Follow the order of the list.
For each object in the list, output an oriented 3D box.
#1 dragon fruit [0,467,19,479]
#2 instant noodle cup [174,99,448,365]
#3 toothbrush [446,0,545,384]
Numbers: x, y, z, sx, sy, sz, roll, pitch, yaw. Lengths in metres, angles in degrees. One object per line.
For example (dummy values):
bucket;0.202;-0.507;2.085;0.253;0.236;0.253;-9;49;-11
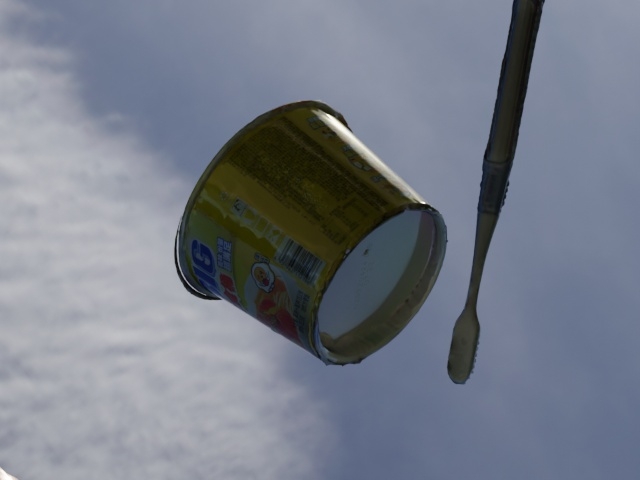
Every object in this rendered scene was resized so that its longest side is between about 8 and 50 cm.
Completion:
dragon fruit;-0.100;0.122;0.332;0.163;0.189;0.261;-50;-58;-31
instant noodle cup;0.000;0.000;1.444;0.205;0.205;0.153;-17;-138;-42
toothbrush;0.091;-0.034;0.873;0.019;0.016;0.219;37;-118;-70
